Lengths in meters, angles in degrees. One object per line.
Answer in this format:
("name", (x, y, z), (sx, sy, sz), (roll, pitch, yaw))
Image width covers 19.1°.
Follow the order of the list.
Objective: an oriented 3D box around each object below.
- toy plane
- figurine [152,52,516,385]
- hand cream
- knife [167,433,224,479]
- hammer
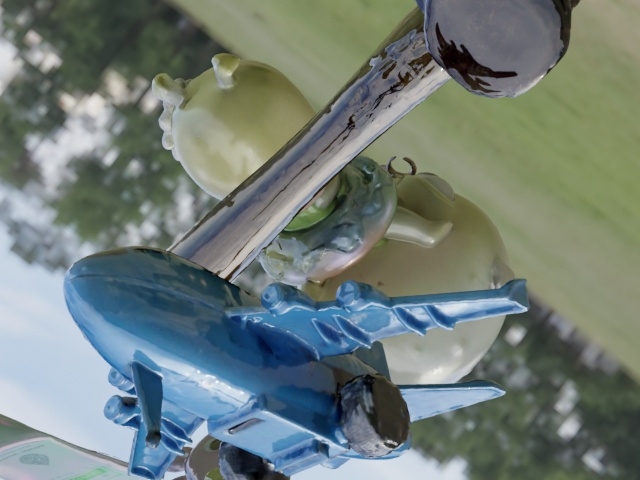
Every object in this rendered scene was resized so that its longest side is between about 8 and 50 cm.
("toy plane", (-0.029, 0.069, 0.951), (0.271, 0.254, 0.105), (18, -129, -51))
("figurine", (0.000, 0.000, 1.592), (0.394, 0.226, 0.275), (50, -142, -33))
("hand cream", (-0.242, 0.189, 1.623), (0.079, 0.050, 0.275), (5, 164, 31))
("knife", (-0.045, 0.217, 1.347), (0.399, 0.132, 0.038), (-112, 0, -66))
("hammer", (0.005, -0.068, 1.224), (0.095, 0.409, 0.242), (46, -161, -8))
